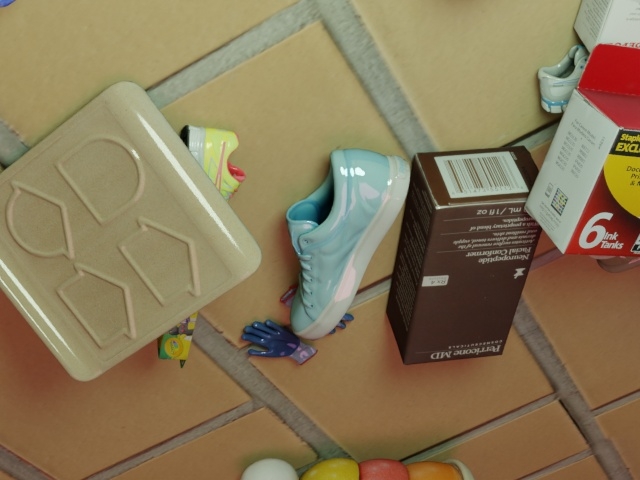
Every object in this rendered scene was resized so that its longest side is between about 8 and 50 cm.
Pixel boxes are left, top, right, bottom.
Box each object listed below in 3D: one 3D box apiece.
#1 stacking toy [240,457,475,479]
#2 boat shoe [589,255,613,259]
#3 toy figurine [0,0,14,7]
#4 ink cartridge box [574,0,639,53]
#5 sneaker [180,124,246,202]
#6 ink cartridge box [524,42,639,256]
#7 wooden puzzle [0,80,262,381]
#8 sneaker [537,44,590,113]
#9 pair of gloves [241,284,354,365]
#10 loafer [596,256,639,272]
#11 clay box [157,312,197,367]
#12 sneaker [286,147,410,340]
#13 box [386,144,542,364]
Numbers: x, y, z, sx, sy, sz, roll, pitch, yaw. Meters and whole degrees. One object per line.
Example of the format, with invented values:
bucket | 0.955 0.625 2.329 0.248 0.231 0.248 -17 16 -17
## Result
stacking toy | 0.062 0.567 2.016 0.479 0.351 0.351 22 127 -10
boat shoe | 0.487 -0.106 1.545 0.116 0.099 0.320 -5 134 -6
toy figurine | -0.406 -0.383 1.059 0.217 0.191 0.363 -29 135 -29
ink cartridge box | 0.450 -0.354 1.300 0.148 0.086 0.203 -3 135 -13
sneaker | -0.156 -0.074 1.422 0.094 0.081 0.209 -7 128 -17
ink cartridge box | 0.491 -0.119 1.368 0.309 0.130 0.272 2 123 -22
wooden puzzle | -0.303 -0.009 1.381 0.347 0.080 0.322 -34 99 15
sneaker | 0.407 -0.257 1.402 0.190 0.071 0.083 -24 129 9
pair of gloves | -0.043 0.156 1.728 0.159 0.023 0.198 32 119 -34
loafer | 0.591 -0.032 1.644 0.268 0.102 0.092 -30 136 18
clay box | -0.231 0.093 1.542 0.053 0.127 0.222 5 132 -17
sneaker | 0.000 0.000 1.521 0.150 0.135 0.366 16 120 -17
box | 0.233 0.033 1.595 0.191 0.143 0.381 -5 137 -10
